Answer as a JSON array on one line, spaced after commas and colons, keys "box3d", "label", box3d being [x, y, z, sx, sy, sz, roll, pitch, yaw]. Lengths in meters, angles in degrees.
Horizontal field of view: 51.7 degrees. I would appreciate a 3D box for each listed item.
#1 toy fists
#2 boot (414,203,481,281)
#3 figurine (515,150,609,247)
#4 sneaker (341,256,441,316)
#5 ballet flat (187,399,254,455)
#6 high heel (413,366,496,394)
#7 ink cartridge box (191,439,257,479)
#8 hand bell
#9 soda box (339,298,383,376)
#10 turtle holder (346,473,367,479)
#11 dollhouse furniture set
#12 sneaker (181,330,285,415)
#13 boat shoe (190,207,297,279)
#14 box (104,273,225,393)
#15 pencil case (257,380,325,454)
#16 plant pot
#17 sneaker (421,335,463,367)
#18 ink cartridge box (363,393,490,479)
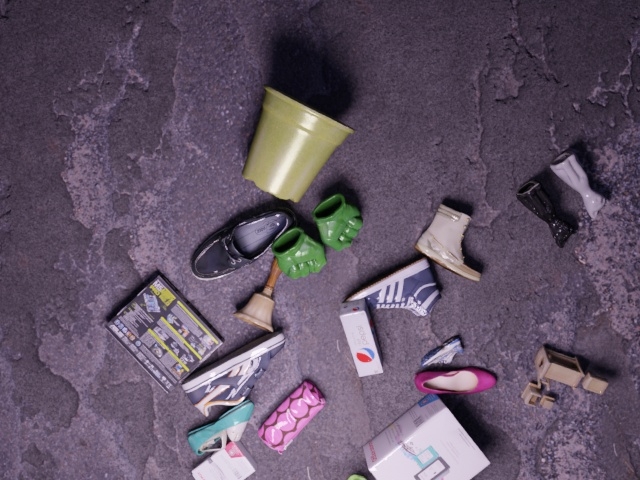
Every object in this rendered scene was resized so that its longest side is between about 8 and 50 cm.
[{"box3d": [0.000, 0.000, 1.865, 0.279, 0.096, 0.142, -40, 134, -3], "label": "toy fists"}, {"box3d": [0.399, 0.008, 1.906, 0.213, 0.077, 0.165, 31, 88, 2], "label": "boot"}, {"box3d": [0.711, -0.119, 1.914, 0.215, 0.092, 0.209, -40, 99, -2], "label": "figurine"}, {"box3d": [0.211, 0.174, 1.891, 0.282, 0.099, 0.153, -27, 89, -4], "label": "sneaker"}, {"box3d": [-0.269, 0.537, 1.863, 0.247, 0.083, 0.087, -34, 70, 21], "label": "ballet flat"}, {"box3d": [0.389, 0.404, 1.884, 0.244, 0.117, 0.082, 8, 90, -1], "label": "high heel"}, {"box3d": [-0.276, 0.654, 1.900, 0.150, 0.063, 0.109, -36, 91, 0], "label": "ink cartridge box"}, {"box3d": [-0.144, 0.128, 1.898, 0.126, 0.126, 0.242, 24, 77, -1], "label": "hand bell"}, {"box3d": [0.117, 0.275, 1.860, 0.074, 0.069, 0.216, -13, 114, 10], "label": "soda box"}, {"box3d": [0.078, 0.825, 1.824, 0.243, 0.227, 0.320, 42, 90, 0], "label": "turtle holder"}, {"box3d": [0.701, 0.418, 1.921, 0.182, 0.101, 0.161, 20, 114, -1], "label": "dollhouse furniture set"}, {"box3d": [-0.224, 0.377, 1.872, 0.321, 0.126, 0.127, -29, 93, 1], "label": "sneaker"}, {"box3d": [-0.222, 0.009, 1.876, 0.340, 0.113, 0.127, -24, 90, -1], "label": "boat shoe"}, {"box3d": [-0.445, 0.267, 1.900, 0.216, 0.060, 0.270, -44, 91, -1], "label": "box"}, {"box3d": [-0.077, 0.505, 1.891, 0.209, 0.095, 0.098, -49, 56, 1], "label": "pencil case"}, {"box3d": [-0.085, -0.254, 1.822, 0.276, 0.276, 0.254, 27, 100, -1], "label": "plant pot"}, {"box3d": [0.356, 0.337, 1.918, 0.135, 0.052, 0.058, -32, 95, 0], "label": "sneaker"}, {"box3d": [0.286, 0.597, 1.843, 0.270, 0.198, 0.197, -38, 91, 0], "label": "ink cartridge box"}]
